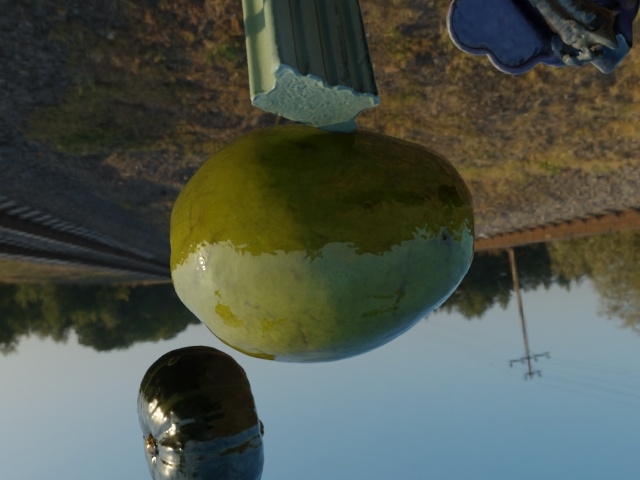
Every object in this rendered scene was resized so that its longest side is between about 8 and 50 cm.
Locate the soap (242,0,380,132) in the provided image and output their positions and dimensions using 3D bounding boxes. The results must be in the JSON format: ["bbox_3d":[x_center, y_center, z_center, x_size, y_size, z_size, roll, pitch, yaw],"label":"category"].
[{"bbox_3d":[-0.016,-0.207,0.657,0.115,0.198,0.063,13,144,-29],"label":"soap"}]

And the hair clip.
[{"bbox_3d":[0.135,-0.178,0.450,0.195,0.124,0.052,36,-178,-16],"label":"hair clip"}]

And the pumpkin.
[{"bbox_3d":[-0.205,0.331,1.185,0.207,0.300,0.300,-11,179,-20],"label":"pumpkin"}]

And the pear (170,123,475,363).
[{"bbox_3d":[0.000,0.000,0.701,0.307,0.253,0.253,-11,177,3],"label":"pear"}]
